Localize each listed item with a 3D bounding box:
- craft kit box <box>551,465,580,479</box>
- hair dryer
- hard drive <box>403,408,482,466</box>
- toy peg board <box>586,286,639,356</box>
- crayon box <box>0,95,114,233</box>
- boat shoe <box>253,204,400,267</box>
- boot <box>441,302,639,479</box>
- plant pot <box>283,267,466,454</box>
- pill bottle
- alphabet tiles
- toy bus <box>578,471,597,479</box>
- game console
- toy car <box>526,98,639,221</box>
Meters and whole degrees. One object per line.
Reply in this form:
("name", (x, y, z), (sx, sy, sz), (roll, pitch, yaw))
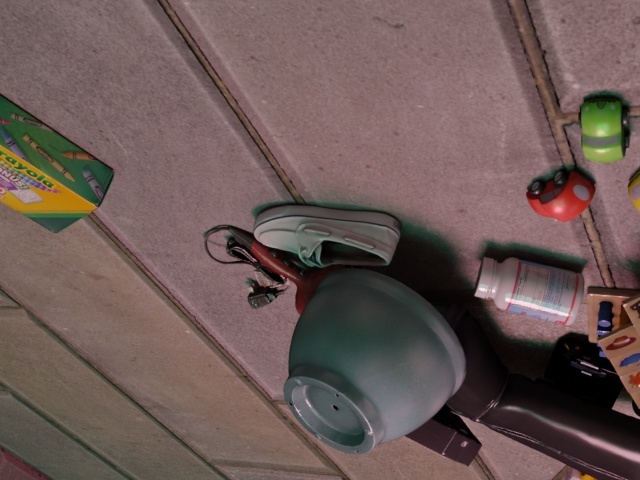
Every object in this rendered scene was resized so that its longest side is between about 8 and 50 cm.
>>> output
("craft kit box", (0.670, 0.600, 2.157), (0.247, 0.061, 0.250), (17, 148, 5))
("hair dryer", (-0.055, 0.066, 1.644), (0.293, 0.080, 0.223), (-3, 142, 28))
("hard drive", (0.132, 0.306, 1.811), (0.339, 0.064, 0.237), (30, -174, -18))
("toy peg board", (0.520, 0.157, 1.519), (0.161, 0.079, 0.161), (3, 145, 20))
("crayon box", (-0.507, -0.134, 1.542), (0.278, 0.081, 0.165), (36, 144, -27))
("boat shoe", (0.000, 0.000, 1.511), (0.258, 0.084, 0.095), (-1, 144, 25))
("boot", (0.407, 0.295, 1.623), (0.445, 0.146, 0.367), (26, 164, 20))
("plant pot", (0.063, 0.219, 1.501), (0.293, 0.196, 0.293), (25, 142, 21))
("pill bottle", (0.331, 0.076, 1.474), (0.160, 0.087, 0.087), (14, 148, 6))
("alphabet tiles", (0.593, 0.150, 1.425), (0.285, 0.011, 0.342), (-27, 133, 15))
("toy bus", (0.623, 0.521, 1.911), (0.149, 0.211, 0.220), (17, 150, -3))
("game console", (0.585, 0.292, 1.668), (0.361, 0.044, 0.213), (21, 152, 16))
("toy car", (0.377, -0.094, 1.222), (0.239, 0.053, 0.225), (0, 145, 24))
